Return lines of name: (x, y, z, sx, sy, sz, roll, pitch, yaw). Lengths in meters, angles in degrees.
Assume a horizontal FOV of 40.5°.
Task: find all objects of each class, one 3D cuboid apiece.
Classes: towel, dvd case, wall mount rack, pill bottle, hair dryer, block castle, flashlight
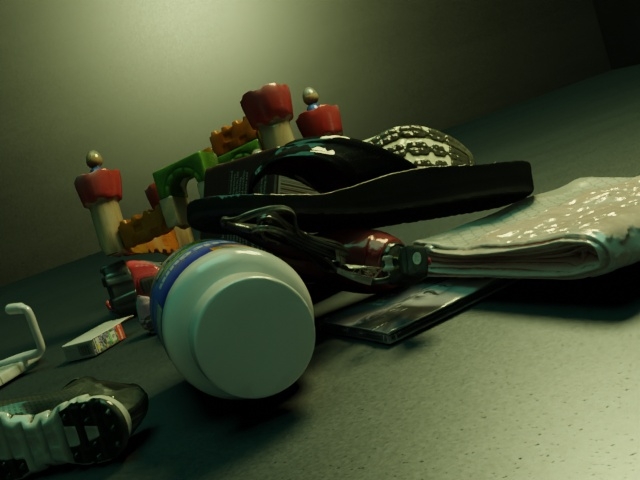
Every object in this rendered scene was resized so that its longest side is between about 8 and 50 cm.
towel: (0.311, -0.027, 0.966, 0.331, 0.054, 0.317, -19, 8, -28)
dvd case: (0.126, 0.061, 0.996, 0.221, 0.018, 0.164, -22, 9, -24)
wall mount rack: (-0.607, 0.198, 1.324, 0.304, 0.131, 0.350, -16, 8, 20)
pill bottle: (-0.093, 0.078, 0.902, 0.152, 0.152, 0.272, -21, 8, -14)
hair dryer: (0.000, 0.000, 1.006, 0.223, 0.080, 0.293, 19, -12, -4)
block castle: (-0.189, -0.133, 1.598, 0.453, 0.213, 0.303, -22, -10, 23)
flashlight: (-0.252, 0.052, 1.625, 0.304, 0.103, 0.103, -19, -31, -20)

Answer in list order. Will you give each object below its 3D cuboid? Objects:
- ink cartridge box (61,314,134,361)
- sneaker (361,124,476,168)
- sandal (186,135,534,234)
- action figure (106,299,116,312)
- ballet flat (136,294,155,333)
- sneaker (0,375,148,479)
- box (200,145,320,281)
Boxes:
ink cartridge box: (-0.349, 0.155, 1.382, 0.062, 0.029, 0.115, -15, 8, 27)
sneaker: (0.124, -0.132, 1.839, 0.410, 0.158, 0.182, -3, -19, 10)
sandal: (0.048, -0.075, 1.096, 0.445, 0.107, 0.167, -7, -9, -16)
action figure: (-0.389, 0.124, 1.678, 0.038, 0.030, 0.115, -18, 10, -25)
ballet flat: (-0.189, 0.074, 1.384, 0.221, 0.079, 0.077, -21, 8, -19)
sneaker: (-0.273, 0.186, 0.876, 0.234, 0.078, 0.106, -12, 7, 19)
box: (-0.056, -0.028, 1.275, 0.167, 0.169, 0.203, 9, -10, -36)
